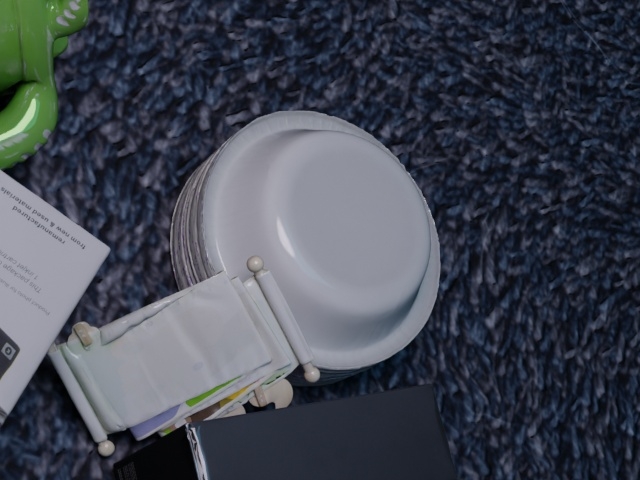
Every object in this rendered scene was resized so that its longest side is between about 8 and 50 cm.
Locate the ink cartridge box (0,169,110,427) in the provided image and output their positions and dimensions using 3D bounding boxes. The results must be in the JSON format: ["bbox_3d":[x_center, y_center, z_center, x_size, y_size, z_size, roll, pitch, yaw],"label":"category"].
[{"bbox_3d":[-0.328,0.119,1.002,0.129,0.223,0.307,37,58,-16],"label":"ink cartridge box"}]

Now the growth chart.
[{"bbox_3d":[-0.126,0.115,1.164,0.237,0.021,0.172,-21,115,-10],"label":"growth chart"}]

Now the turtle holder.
[{"bbox_3d":[-0.346,-0.222,1.143,0.228,0.243,0.320,-10,117,-18],"label":"turtle holder"}]

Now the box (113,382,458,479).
[{"bbox_3d":[-0.035,0.217,1.162,0.261,0.184,0.103,-5,75,-32],"label":"box"}]

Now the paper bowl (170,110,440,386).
[{"bbox_3d":[0.000,0.000,1.288,0.284,0.148,0.284,12,65,-27],"label":"paper bowl"}]
